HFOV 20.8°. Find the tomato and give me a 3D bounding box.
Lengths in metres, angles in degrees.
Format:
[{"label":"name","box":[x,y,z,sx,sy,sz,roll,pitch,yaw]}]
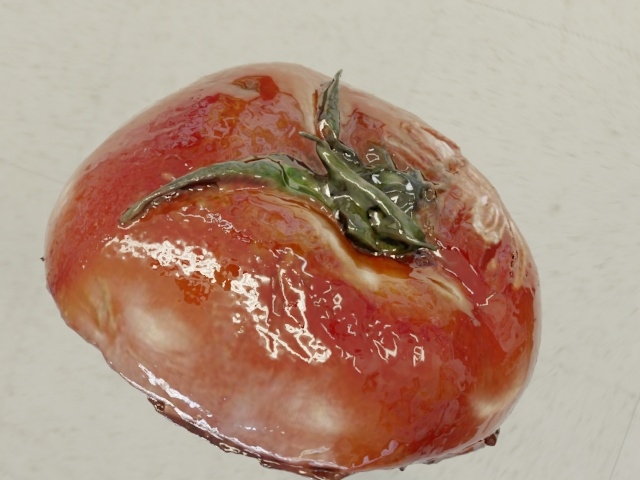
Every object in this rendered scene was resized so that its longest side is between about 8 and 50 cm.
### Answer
[{"label":"tomato","box":[0.002,-0.004,0.770,0.228,0.228,0.101,37,124,10]}]
